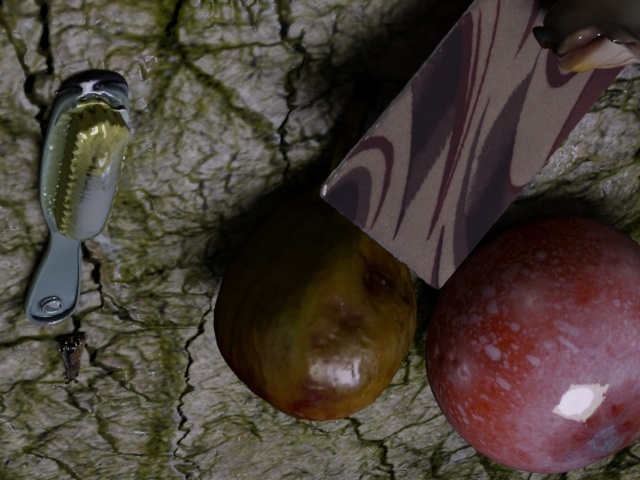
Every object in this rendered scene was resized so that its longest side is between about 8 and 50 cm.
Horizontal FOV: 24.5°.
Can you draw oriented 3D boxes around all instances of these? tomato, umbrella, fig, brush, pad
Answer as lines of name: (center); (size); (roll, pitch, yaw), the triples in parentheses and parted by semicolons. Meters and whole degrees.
tomato: (0.240, 0.116, 1.491); (0.270, 0.227, 0.270); (-14, 141, -12)
umbrella: (-0.234, 0.111, 1.390); (0.031, 0.020, 0.083); (-51, 160, -34)
fig: (0.029, 0.016, 1.296); (0.190, 0.191, 0.290); (17, 115, -43)
brush: (-0.198, -0.011, 1.213); (0.068, 0.060, 0.297); (-8, 142, -25)
pad: (0.155, -0.121, 1.222); (0.330, 0.004, 0.220); (-51, 141, 3)

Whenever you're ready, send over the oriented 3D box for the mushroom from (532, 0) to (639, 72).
mushroom: (0.386, -0.107, 1.211); (0.224, 0.314, 0.397); (-45, 145, 11)
